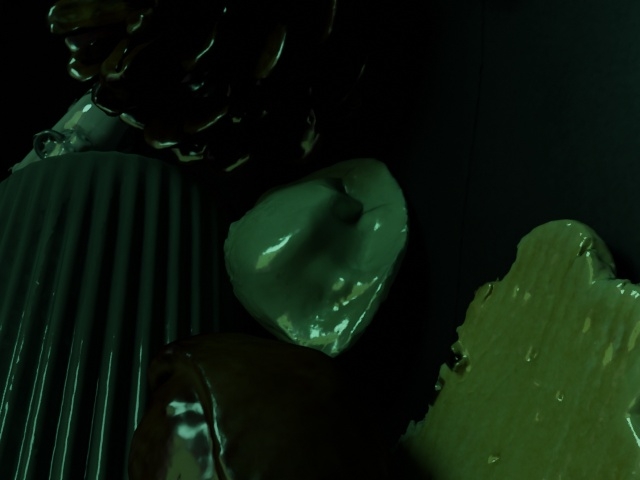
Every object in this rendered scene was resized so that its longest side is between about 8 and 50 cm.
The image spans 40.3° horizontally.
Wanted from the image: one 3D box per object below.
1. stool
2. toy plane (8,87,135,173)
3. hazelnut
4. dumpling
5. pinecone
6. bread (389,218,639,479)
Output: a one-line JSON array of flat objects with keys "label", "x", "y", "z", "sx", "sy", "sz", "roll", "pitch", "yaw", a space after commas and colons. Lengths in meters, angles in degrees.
[{"label": "stool", "x": -0.190, "y": 0.124, "z": 0.742, "sx": 0.297, "sy": 0.297, "sz": 0.330, "roll": -41, "pitch": 39, "yaw": 42}, {"label": "toy plane", "x": -0.351, "y": -0.118, "z": 1.240, "sx": 0.252, "sy": 0.118, "sz": 0.252, "roll": -45, "pitch": 16, "yaw": 16}, {"label": "hazelnut", "x": -0.035, "y": 0.147, "z": 0.510, "sx": 0.160, "sy": 0.170, "sz": 0.202, "roll": -19, "pitch": 32, "yaw": 10}, {"label": "dumpling", "x": -0.014, "y": 0.001, "z": 0.679, "sx": 0.153, "sy": 0.108, "sz": 0.219, "roll": -63, "pitch": 35, "yaw": 18}, {"label": "pinecone", "x": -0.097, "y": -0.193, "z": 0.741, "sx": 0.298, "sy": 0.296, "sz": 0.242, "roll": 30, "pitch": 85, "yaw": 33}, {"label": "bread", "x": 0.112, "y": 0.122, "z": 0.492, "sx": 0.251, "sy": 0.038, "sz": 0.182, "roll": -60, "pitch": 35, "yaw": 22}]
